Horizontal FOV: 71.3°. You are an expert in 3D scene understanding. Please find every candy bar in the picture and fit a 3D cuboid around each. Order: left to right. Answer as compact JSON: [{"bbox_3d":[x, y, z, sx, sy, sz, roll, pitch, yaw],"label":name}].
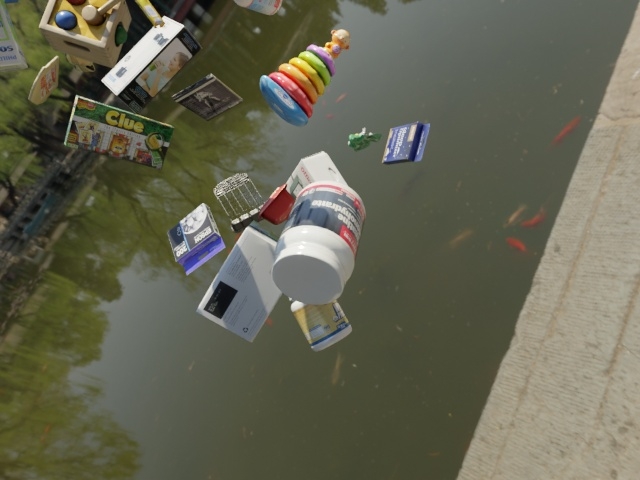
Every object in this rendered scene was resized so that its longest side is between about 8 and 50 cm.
[{"bbox_3d":[-0.478,-0.638,1.195,0.040,0.162,0.018,-42,7,-39],"label":"candy bar"}]

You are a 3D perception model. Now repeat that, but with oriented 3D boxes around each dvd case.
[{"bbox_3d":[-0.398,-0.506,1.597,0.164,0.221,0.018,-24,80,14],"label":"dvd case"}]

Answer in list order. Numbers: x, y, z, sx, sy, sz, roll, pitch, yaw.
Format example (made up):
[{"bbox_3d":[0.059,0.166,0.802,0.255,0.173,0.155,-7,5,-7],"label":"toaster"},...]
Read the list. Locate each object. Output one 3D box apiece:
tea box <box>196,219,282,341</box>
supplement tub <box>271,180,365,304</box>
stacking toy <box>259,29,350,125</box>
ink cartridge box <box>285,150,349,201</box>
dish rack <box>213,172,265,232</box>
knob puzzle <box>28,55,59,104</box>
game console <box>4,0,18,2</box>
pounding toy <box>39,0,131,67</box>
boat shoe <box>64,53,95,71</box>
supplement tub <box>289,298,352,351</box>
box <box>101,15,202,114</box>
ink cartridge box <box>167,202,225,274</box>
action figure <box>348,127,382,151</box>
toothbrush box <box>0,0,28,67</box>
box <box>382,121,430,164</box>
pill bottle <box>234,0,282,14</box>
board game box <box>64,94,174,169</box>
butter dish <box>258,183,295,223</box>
[{"bbox_3d":[-0.245,0.129,1.600,0.329,0.219,0.323,-58,9,5],"label":"tea box"},{"bbox_3d":[0.000,0.000,1.089,0.191,0.191,0.272,-29,28,36],"label":"supplement tub"},{"bbox_3d":[-0.020,-0.485,1.274,0.302,0.175,0.166,-47,12,-2],"label":"stacking toy"},{"bbox_3d":[-0.031,-0.177,1.761,0.121,0.211,0.289,-26,-13,-34],"label":"ink cartridge box"},{"bbox_3d":[-0.388,-0.194,2.169,0.208,0.074,0.272,-29,66,-12],"label":"dish rack"},{"bbox_3d":[-1.127,-0.634,1.804,0.213,0.029,0.213,-54,19,27],"label":"knob puzzle"},{"bbox_3d":[-1.097,-0.769,1.301,0.293,0.250,0.173,-26,3,-43],"label":"game console"},{"bbox_3d":[-0.401,-0.402,0.798,0.100,0.141,0.130,147,138,-76],"label":"pounding toy"},{"bbox_3d":[-0.865,-0.661,1.620,0.190,0.072,0.068,-157,79,-77],"label":"boat shoe"},{"bbox_3d":[-0.005,0.235,1.426,0.144,0.144,0.200,-33,82,32],"label":"supplement tub"},{"bbox_3d":[-0.524,-0.546,1.382,0.290,0.087,0.169,-46,50,-3],"label":"box"},{"bbox_3d":[-0.489,-0.005,1.740,0.206,0.045,0.208,-36,63,13],"label":"ink cartridge box"},{"bbox_3d":[0.165,-0.414,1.834,0.137,0.064,0.232,-35,-4,23],"label":"action figure"},{"bbox_3d":[-0.931,-0.585,1.156,0.206,0.284,0.122,-17,21,-22],"label":"toothbrush box"},{"bbox_3d":[0.302,-0.347,1.603,0.225,0.036,0.137,14,90,67],"label":"box"},{"bbox_3d":[-0.191,-0.699,1.259,0.087,0.160,0.087,10,106,38],"label":"pill bottle"},{"bbox_3d":[-0.555,-0.295,1.246,0.030,0.259,0.136,37,110,47],"label":"board game box"},{"bbox_3d":[-0.142,-0.110,1.629,0.160,0.118,0.160,-51,3,-9],"label":"butter dish"}]
